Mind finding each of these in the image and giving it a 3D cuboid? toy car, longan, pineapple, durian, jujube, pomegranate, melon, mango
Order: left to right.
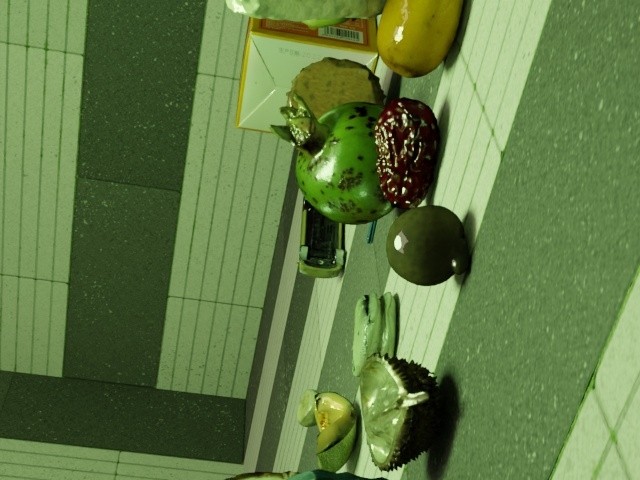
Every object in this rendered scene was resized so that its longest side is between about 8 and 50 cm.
[{"bbox_3d":[0.000,0.000,2.343,0.124,0.101,0.256,99,176,-47],"label":"toy car"},{"bbox_3d":[0.031,0.355,1.852,0.160,0.079,0.128,-96,-2,-59],"label":"melon"},{"bbox_3d":[0.040,-0.240,2.042,0.362,0.202,0.202,25,-107,-84],"label":"pineapple"},{"bbox_3d":[0.037,-0.137,1.672,0.211,0.263,0.211,-35,42,40],"label":"pomegranate"},{"bbox_3d":[0.125,-0.130,1.524,0.104,0.104,0.166,-109,26,-74],"label":"jujube"},{"bbox_3d":[0.112,0.212,1.292,0.188,0.091,0.148,123,142,-66],"label":"durian"},{"bbox_3d":[0.157,-0.345,1.496,0.145,0.112,0.219,-97,29,-65],"label":"mango"},{"bbox_3d":[0.140,0.008,1.299,0.119,0.106,0.106,23,109,42],"label":"longan"}]

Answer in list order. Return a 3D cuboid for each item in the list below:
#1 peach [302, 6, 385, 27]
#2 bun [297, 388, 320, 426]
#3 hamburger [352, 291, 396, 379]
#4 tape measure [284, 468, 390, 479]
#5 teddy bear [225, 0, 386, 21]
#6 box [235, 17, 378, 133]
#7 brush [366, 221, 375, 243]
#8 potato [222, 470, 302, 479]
[{"bbox_3d":[0.049,-0.543,1.826,0.314,0.282,0.315,-164,72,-76],"label":"peach"},{"bbox_3d":[-0.016,0.371,2.250,0.086,0.055,0.086,-161,90,-73],"label":"bun"},{"bbox_3d":[0.085,0.151,1.666,0.133,0.062,0.140,105,168,-51],"label":"hamburger"},{"bbox_3d":[0.018,0.395,1.156,0.147,0.256,0.275,-97,10,-76],"label":"tape measure"},{"bbox_3d":[0.032,-0.521,1.515,0.327,0.375,0.362,45,127,45],"label":"teddy bear"},{"bbox_3d":[-0.036,-0.393,2.314,0.214,0.284,0.259,-88,10,-48],"label":"box"},{"bbox_3d":[0.106,-0.068,1.933,0.051,0.014,0.164,-95,14,-65],"label":"brush"},{"bbox_3d":[-0.088,0.605,1.786,0.397,0.290,0.296,-78,-10,-75],"label":"potato"}]
